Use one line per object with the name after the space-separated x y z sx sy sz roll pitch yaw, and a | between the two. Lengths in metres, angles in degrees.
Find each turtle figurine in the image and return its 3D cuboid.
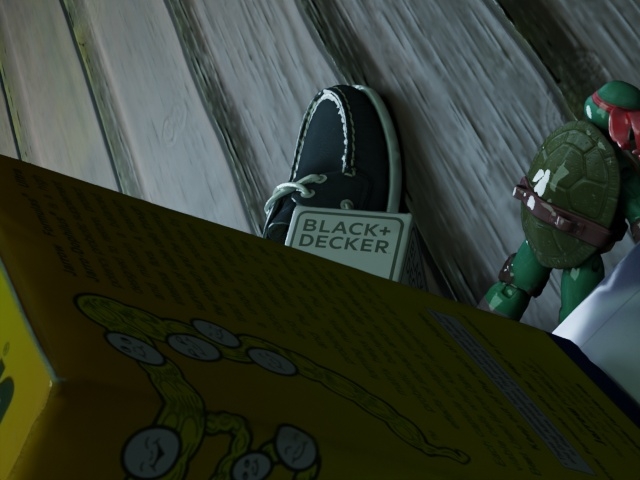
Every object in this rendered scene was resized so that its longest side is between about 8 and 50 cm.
0.177 -0.019 1.077 0.175 0.118 0.234 51 125 54 | turtle figurine

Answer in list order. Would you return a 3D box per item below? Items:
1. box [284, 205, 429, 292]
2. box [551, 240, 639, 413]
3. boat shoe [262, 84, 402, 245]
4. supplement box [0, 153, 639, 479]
0.007 0.138 1.138 0.087 0.169 0.290 3 52 15 | box
0.186 0.210 0.882 0.296 0.183 0.294 -51 36 32 | box
0.000 0.000 1.364 0.114 0.091 0.302 -34 49 47 | boat shoe
-0.019 0.127 0.726 0.194 0.357 0.195 -63 32 15 | supplement box
